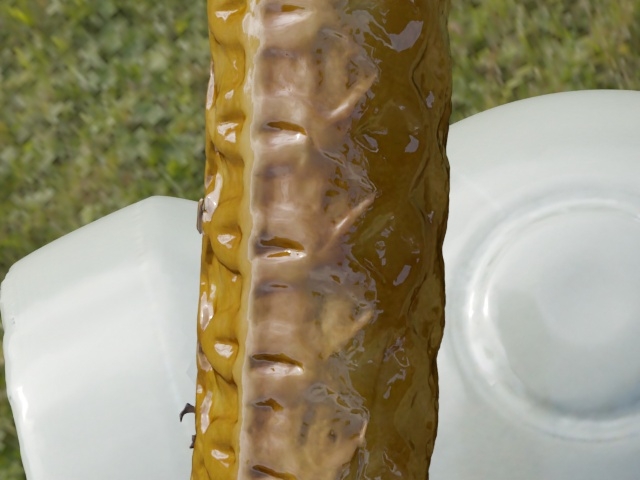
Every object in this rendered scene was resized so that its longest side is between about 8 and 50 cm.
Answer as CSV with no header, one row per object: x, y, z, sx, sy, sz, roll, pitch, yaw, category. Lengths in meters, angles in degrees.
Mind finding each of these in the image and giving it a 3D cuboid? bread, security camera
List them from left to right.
0.000,0.000,0.355,0.052,0.044,0.157,5,94,54,bread
0.052,0.054,0.502,0.236,0.194,0.195,-18,61,0,security camera
